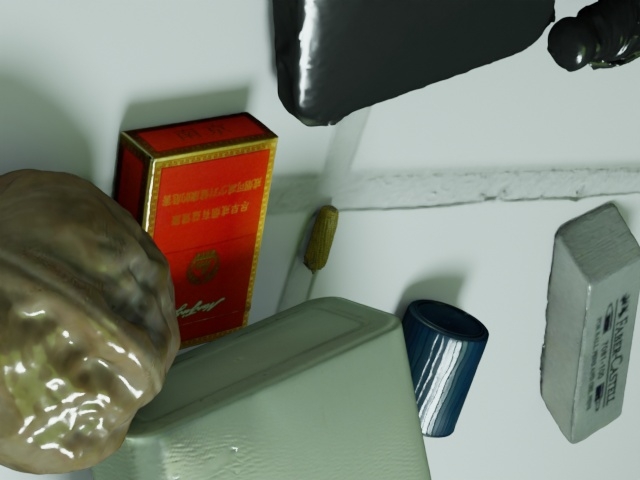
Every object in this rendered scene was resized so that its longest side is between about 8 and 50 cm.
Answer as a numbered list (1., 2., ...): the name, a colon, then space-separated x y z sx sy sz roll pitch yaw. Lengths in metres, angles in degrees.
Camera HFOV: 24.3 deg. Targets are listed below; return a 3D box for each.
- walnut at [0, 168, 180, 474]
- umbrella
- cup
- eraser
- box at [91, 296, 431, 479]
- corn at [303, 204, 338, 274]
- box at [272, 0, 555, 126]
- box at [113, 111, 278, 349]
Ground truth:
1. walnut: -0.255 0.071 1.330 0.273 0.227 0.273 -10 116 -21
2. umbrella: 0.371 -0.273 1.723 0.357 0.106 0.113 -27 128 -40
3. cup: 0.136 0.150 1.859 0.113 0.150 0.138 16 110 -11
4. eraser: 0.375 0.122 2.062 0.111 0.077 0.352 -24 133 -27
5. box: -0.052 0.278 1.544 0.352 0.177 0.344 -22 111 -31
6. corn: 0.000 0.000 1.666 0.028 0.027 0.083 -9 123 -46
7. box: 0.103 -0.308 1.482 0.350 0.091 0.359 -22 133 -28
8. box: -0.136 -0.004 1.510 0.153 0.074 0.240 -16 128 -39
